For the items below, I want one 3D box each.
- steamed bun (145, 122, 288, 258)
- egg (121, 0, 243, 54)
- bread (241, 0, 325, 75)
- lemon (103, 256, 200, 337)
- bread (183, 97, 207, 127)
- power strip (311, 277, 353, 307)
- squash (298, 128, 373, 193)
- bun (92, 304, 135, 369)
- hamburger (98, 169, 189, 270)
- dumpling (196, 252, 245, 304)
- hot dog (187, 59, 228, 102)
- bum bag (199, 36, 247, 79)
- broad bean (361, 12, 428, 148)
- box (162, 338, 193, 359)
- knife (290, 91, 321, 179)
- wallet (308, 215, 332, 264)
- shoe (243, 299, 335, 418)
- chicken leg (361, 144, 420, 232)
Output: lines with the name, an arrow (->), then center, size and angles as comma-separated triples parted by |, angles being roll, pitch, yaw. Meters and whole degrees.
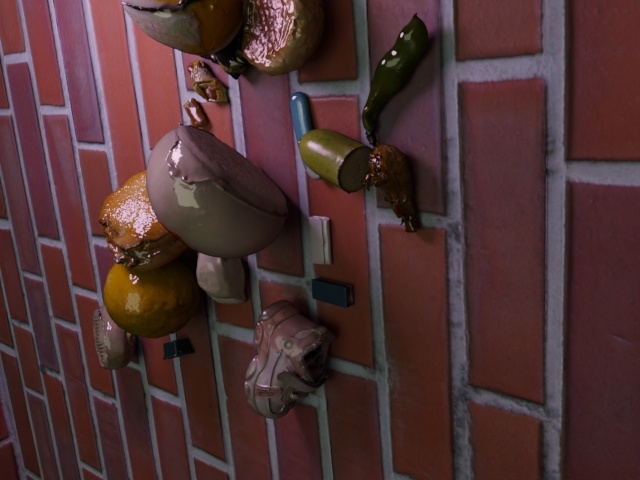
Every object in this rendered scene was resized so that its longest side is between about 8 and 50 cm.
steamed bun -> -0.271, -0.100, 1.683 | 0.374, 0.374, 0.241 | 44, 107, 23
egg -> -0.312, -0.567, 1.656 | 0.337, 0.337, 0.201 | 27, 144, 34
bread -> -0.085, -0.502, 1.558 | 0.244, 0.134, 0.245 | 14, 111, 42
lemon -> -0.517, 0.162, 2.071 | 0.297, 0.297, 0.297 | 15, 114, 38
bread -> -0.354, -0.361, 1.916 | 0.047, 0.036, 0.083 | -35, 78, 35
power strip -> 0.029, 0.132, 1.729 | 0.123, 0.032, 0.056 | 11, 110, 40
squash -> 0.023, -0.195, 1.569 | 0.186, 0.123, 0.123 | 30, 122, 34
bun -> -0.734, 0.349, 2.421 | 0.239, 0.141, 0.239 | 172, 90, -66
hamburger -> -0.491, -0.059, 1.967 | 0.289, 0.314, 0.170 | 37, 162, 35
dumpling -> -0.294, 0.085, 1.946 | 0.162, 0.132, 0.250 | 8, 125, 31
hot dog -> -0.320, -0.429, 1.843 | 0.169, 0.061, 0.078 | 49, 132, 20
bum bag -> -0.267, -0.503, 1.770 | 0.232, 0.060, 0.107 | 33, 118, 30
broad bean -> 0.156, -0.336, 1.449 | 0.098, 0.056, 0.318 | 24, 130, 13
box -> -0.478, 0.360, 2.246 | 0.099, 0.074, 0.054 | -21, 79, 44
knife -> -0.030, -0.256, 1.658 | 0.064, 0.031, 0.222 | -14, 91, 33
wallet -> 0.000, 0.000, 1.719 | 0.061, 0.025, 0.122 | 7, 108, 34
shoe -> -0.081, 0.349, 1.807 | 0.198, 0.171, 0.351 | 22, 120, 32
chicken leg -> 0.160, -0.110, 1.494 | 0.208, 0.101, 0.085 | 68, 164, -11
